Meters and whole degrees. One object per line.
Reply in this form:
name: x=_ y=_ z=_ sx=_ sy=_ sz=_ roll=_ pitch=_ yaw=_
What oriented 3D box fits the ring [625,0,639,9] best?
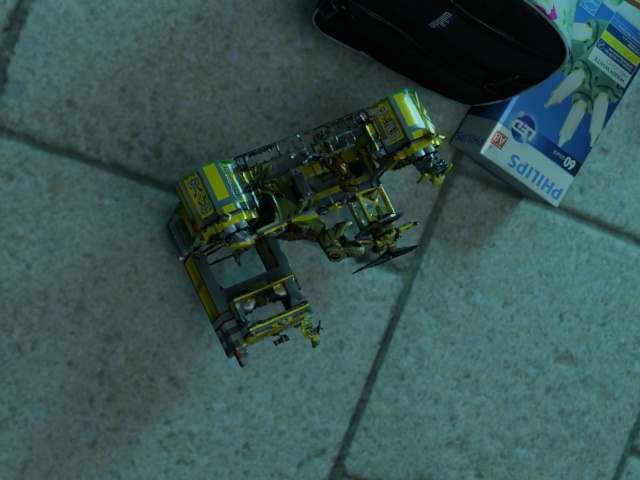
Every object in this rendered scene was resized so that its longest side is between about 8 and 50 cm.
ring: x=0.418 y=-0.390 z=1.484 sx=0.337 sy=0.032 sz=0.336 roll=2 pitch=74 yaw=-8

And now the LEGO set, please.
LEGO set: x=0.000 y=0.000 z=1.376 sx=0.331 sy=0.255 sz=0.192 roll=-22 pitch=81 yaw=-29

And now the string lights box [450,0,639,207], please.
string lights box: x=0.281 y=-0.186 z=1.556 sx=0.133 sy=0.077 sz=0.259 roll=32 pitch=88 yaw=-26

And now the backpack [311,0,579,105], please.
backpack: x=0.146 y=-0.263 z=1.402 sx=0.254 sy=0.225 sz=0.191 roll=32 pitch=57 yaw=-24
